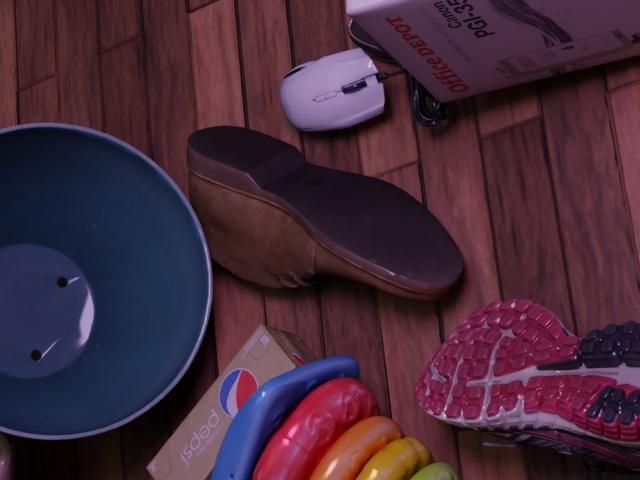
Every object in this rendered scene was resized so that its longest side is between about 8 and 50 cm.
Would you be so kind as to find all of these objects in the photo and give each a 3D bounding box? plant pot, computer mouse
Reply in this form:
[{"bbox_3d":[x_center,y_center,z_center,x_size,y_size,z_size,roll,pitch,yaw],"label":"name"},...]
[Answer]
[{"bbox_3d":[-0.268,0.054,1.509,0.195,0.290,0.290,146,129,-68],"label":"plant pot"},{"bbox_3d":[0.025,-0.135,1.436,0.193,0.042,0.106,-15,100,44],"label":"computer mouse"}]

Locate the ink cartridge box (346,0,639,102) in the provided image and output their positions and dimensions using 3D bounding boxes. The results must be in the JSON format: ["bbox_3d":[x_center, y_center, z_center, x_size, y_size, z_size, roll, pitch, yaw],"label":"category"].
[{"bbox_3d":[0.181,-0.221,1.238,0.283,0.207,0.117,-13,68,23],"label":"ink cartridge box"}]

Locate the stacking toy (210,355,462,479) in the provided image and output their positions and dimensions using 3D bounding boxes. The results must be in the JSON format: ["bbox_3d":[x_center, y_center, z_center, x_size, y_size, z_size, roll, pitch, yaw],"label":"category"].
[{"bbox_3d":[0.073,0.230,1.270,0.302,0.166,0.175,26,109,28],"label":"stacking toy"}]

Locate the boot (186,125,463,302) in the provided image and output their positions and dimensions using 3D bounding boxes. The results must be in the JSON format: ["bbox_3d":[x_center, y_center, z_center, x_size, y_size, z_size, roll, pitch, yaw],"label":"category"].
[{"bbox_3d":[0.000,0.000,1.429,0.305,0.112,0.115,27,124,34],"label":"boot"}]

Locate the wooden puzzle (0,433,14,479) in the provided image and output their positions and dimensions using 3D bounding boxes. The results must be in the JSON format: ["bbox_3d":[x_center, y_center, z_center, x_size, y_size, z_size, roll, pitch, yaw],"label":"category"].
[{"bbox_3d":[-0.359,0.223,1.593,0.239,0.044,0.221,44,139,38],"label":"wooden puzzle"}]

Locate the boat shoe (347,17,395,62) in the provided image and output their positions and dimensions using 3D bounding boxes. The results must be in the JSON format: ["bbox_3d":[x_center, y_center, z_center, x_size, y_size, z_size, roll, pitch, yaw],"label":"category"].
[{"bbox_3d":[0.082,-0.188,1.430,0.152,0.049,0.056,16,84,37],"label":"boat shoe"}]

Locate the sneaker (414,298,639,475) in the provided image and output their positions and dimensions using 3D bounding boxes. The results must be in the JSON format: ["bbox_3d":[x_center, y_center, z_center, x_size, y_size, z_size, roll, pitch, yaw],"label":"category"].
[{"bbox_3d":[0.193,0.128,1.226,0.299,0.112,0.121,9,56,50],"label":"sneaker"}]

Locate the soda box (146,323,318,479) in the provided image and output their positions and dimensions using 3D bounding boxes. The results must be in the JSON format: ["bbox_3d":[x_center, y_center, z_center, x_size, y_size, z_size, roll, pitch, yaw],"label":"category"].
[{"bbox_3d":[-0.076,0.166,1.442,0.181,0.058,0.061,-51,54,13],"label":"soda box"}]
